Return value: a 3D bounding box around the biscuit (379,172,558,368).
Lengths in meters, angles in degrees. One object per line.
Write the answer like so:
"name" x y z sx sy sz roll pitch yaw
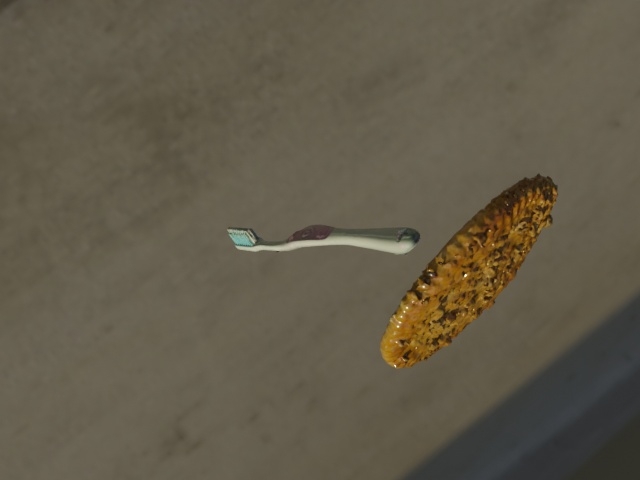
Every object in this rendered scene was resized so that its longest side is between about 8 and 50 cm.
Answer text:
"biscuit" 0.156 0.035 1.706 0.254 0.035 0.254 -43 163 -17

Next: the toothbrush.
"toothbrush" 0.000 0.000 1.095 0.022 0.204 0.017 48 65 -27
